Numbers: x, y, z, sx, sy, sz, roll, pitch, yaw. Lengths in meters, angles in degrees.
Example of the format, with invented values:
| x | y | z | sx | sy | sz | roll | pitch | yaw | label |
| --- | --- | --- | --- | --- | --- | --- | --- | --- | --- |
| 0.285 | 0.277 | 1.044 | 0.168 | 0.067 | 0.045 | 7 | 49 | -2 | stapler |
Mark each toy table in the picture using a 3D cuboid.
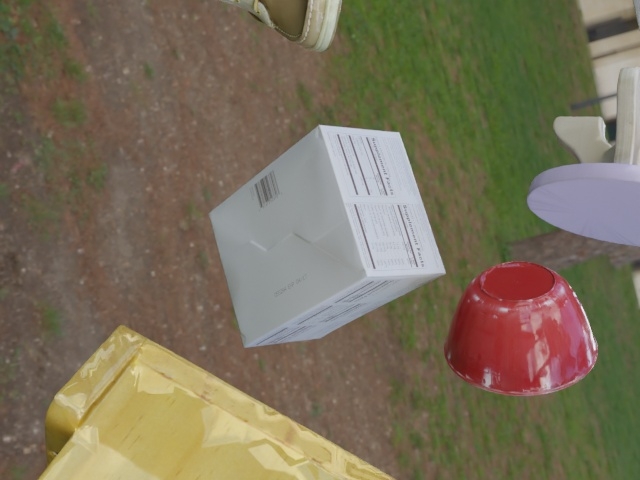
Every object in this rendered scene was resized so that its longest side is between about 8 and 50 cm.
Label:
| x | y | z | sx | sy | sz | roll | pitch | yaw | label |
| --- | --- | --- | --- | --- | --- | --- | --- | --- | --- |
| 0.441 | -0.101 | 1.231 | 0.252 | 0.274 | 0.161 | 62 | 45 | -58 | toy table |

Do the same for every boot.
| x | y | z | sx | sy | sz | roll | pitch | yaw | label |
| --- | --- | --- | --- | --- | --- | --- | --- | --- | --- |
| -0.084 | -0.217 | 0.709 | 0.213 | 0.165 | 0.077 | 57 | -43 | 50 | boot |

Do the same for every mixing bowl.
| x | y | z | sx | sy | sz | roll | pitch | yaw | label |
| --- | --- | --- | --- | --- | --- | --- | --- | --- | --- |
| 0.234 | 0.087 | 1.041 | 0.181 | 0.181 | 0.098 | -76 | 160 | -60 | mixing bowl |

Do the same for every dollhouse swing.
| x | y | z | sx | sy | sz | roll | pitch | yaw | label |
| --- | --- | --- | --- | --- | --- | --- | --- | --- | --- |
| -0.109 | 0.303 | 0.752 | 0.305 | 0.346 | 0.315 | -60 | 177 | -35 | dollhouse swing |

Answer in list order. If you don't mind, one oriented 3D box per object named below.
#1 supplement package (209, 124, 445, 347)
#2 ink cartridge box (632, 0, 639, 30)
| x | y | z | sx | sy | sz | roll | pitch | yaw | label |
| --- | --- | --- | --- | --- | --- | --- | --- | --- | --- |
| 0.000 | 0.000 | 1.164 | 0.145 | 0.262 | 0.204 | -1 | 67 | -42 | supplement package |
| 0.363 | -0.260 | 0.877 | 0.181 | 0.061 | 0.104 | -13 | 91 | -52 | ink cartridge box |
